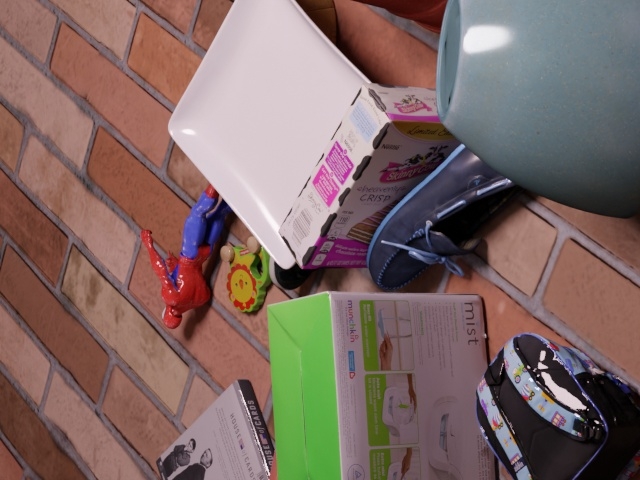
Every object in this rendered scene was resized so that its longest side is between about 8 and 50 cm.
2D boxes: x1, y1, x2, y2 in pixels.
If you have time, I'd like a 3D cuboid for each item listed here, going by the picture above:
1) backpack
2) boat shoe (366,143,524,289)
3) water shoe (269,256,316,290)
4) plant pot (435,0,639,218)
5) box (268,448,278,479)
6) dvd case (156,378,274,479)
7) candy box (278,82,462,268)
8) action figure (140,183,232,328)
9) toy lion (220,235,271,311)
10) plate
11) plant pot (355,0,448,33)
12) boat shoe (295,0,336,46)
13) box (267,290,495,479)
[{"bbox_3d":[0.250,0.187,1.831,0.173,0.117,0.158,56,130,36],"label":"backpack"},{"bbox_3d":[0.140,-0.018,1.990,0.258,0.109,0.089,-53,53,39],"label":"boat shoe"},{"bbox_3d":[0.000,0.000,2.195,0.080,0.073,0.203,54,129,35],"label":"water shoe"},{"bbox_3d":[0.221,-0.173,1.715,0.290,0.195,0.290,-176,90,-84],"label":"plant pot"},{"bbox_3d":[0.013,0.347,2.153,0.170,0.091,0.130,26,110,49],"label":"box"},{"bbox_3d":[-0.139,0.327,2.399,0.239,0.029,0.179,-46,54,40],"label":"dvd case"},{"bbox_3d":[0.073,-0.071,2.033,0.071,0.159,0.233,56,131,35],"label":"candy box"},{"bbox_3d":[-0.190,-0.015,2.426,0.139,0.091,0.280,36,116,39],"label":"action figure"},{"bbox_3d":[-0.096,0.048,2.353,0.100,0.034,0.096,-19,81,50],"label":"toy lion"},{"bbox_3d":[-0.048,-0.153,2.153,0.277,0.045,0.278,49,125,25],"label":"plate"},{"bbox_3d":[0.063,-0.381,1.969,0.272,0.265,0.272,-3,87,51],"label":"plant pot"},{"bbox_3d":[-0.033,-0.242,2.224,0.096,0.098,0.277,-31,67,47],"label":"boat shoe"},{"bbox_3d":[0.074,0.193,1.965,0.126,0.231,0.262,-13,79,51],"label":"box"}]
